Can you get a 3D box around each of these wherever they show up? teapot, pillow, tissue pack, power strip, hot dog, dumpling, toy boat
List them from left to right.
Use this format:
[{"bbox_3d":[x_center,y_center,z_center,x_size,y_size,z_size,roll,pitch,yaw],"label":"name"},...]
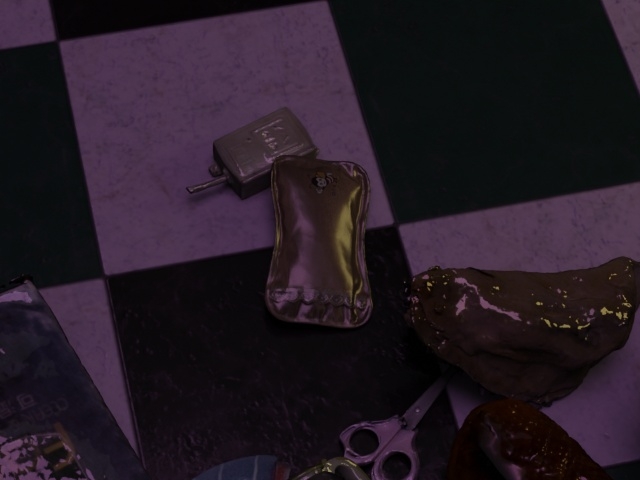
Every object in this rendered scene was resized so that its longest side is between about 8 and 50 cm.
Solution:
[{"bbox_3d":[-0.337,0.240,1.760,0.259,0.122,0.361,-24,61,-20],"label":"tissue pack"},{"bbox_3d":[-0.097,0.266,1.807,0.122,0.034,0.096,10,53,4],"label":"toy boat"},{"bbox_3d":[-0.086,-0.097,2.021,0.175,0.042,0.075,-28,66,-18],"label":"power strip"},{"bbox_3d":[0.000,0.000,1.964,0.130,0.033,0.217,7,64,-11],"label":"pillow"},{"bbox_3d":[0.002,0.282,1.775,0.092,0.124,0.091,-33,77,14],"label":"teapot"},{"bbox_3d":[0.235,0.270,1.784,0.160,0.099,0.227,-30,64,-19],"label":"hot dog"},{"bbox_3d":[0.253,0.102,1.857,0.332,0.086,0.166,-5,83,-27],"label":"dumpling"}]

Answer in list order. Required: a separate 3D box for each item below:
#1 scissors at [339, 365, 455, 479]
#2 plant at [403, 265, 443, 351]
[{"bbox_3d":[0.103,0.198,1.870,0.100,0.015,0.189,33,62,19],"label":"scissors"},{"bbox_3d":[0.153,0.068,1.895,0.116,0.122,0.104,0,47,4],"label":"plant"}]
